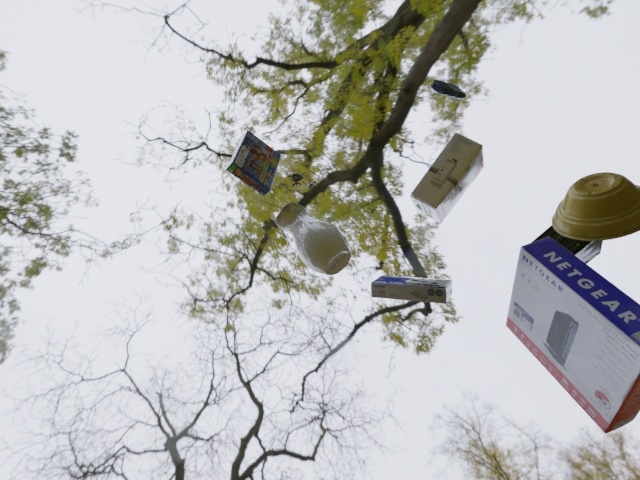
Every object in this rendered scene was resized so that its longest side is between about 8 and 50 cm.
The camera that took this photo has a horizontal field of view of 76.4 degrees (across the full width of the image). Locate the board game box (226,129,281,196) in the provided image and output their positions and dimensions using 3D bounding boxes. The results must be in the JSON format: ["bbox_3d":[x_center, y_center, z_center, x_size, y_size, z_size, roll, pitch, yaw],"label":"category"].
[{"bbox_3d":[-0.198,-0.240,1.240,0.136,0.201,0.035,35,-53,-22],"label":"board game box"}]

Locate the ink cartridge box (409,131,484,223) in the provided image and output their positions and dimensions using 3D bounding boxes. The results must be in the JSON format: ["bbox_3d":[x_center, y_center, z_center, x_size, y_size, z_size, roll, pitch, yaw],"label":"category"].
[{"bbox_3d":[0.478,-0.225,1.525,0.117,0.207,0.283,37,-88,26],"label":"ink cartridge box"}]

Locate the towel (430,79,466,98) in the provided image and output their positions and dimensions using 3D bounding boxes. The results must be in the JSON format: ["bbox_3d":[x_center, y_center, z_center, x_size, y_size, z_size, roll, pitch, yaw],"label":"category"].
[{"bbox_3d":[0.415,-0.485,1.317,0.120,0.067,0.029,-3,-42,-36],"label":"towel"}]

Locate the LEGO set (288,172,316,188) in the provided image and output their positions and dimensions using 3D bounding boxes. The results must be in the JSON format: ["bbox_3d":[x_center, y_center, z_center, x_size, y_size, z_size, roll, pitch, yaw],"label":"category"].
[{"bbox_3d":[-0.053,-0.165,1.084,0.083,0.054,0.023,7,-37,16],"label":"LEGO set"}]

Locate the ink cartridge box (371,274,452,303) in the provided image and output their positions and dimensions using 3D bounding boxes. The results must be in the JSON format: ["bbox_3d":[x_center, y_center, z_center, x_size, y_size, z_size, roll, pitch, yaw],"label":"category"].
[{"bbox_3d":[0.256,0.135,1.145,0.207,0.097,0.046,1,-81,27],"label":"ink cartridge box"}]

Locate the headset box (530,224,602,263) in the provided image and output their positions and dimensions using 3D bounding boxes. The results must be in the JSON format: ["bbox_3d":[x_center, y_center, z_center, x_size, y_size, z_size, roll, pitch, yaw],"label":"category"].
[{"bbox_3d":[0.905,0.045,1.526,0.246,0.131,0.283,-42,-35,8],"label":"headset box"}]

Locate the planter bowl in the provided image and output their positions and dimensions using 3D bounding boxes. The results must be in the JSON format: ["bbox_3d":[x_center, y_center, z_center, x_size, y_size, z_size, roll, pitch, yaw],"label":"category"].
[{"bbox_3d":[0.657,-0.099,0.957,0.217,0.217,0.090,-32,-67,-5],"label":"planter bowl"}]

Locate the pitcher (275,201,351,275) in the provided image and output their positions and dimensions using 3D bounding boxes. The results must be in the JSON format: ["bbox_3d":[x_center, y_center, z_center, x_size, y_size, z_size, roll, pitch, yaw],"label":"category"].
[{"bbox_3d":[0.000,0.000,1.080,0.178,0.207,0.125,16,-67,-51],"label":"pitcher"}]

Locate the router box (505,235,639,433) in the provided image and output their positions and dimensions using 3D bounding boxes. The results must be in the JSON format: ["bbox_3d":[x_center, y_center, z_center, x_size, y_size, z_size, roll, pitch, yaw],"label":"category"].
[{"bbox_3d":[0.582,0.205,0.928,0.082,0.335,0.301,-19,-51,-8],"label":"router box"}]
